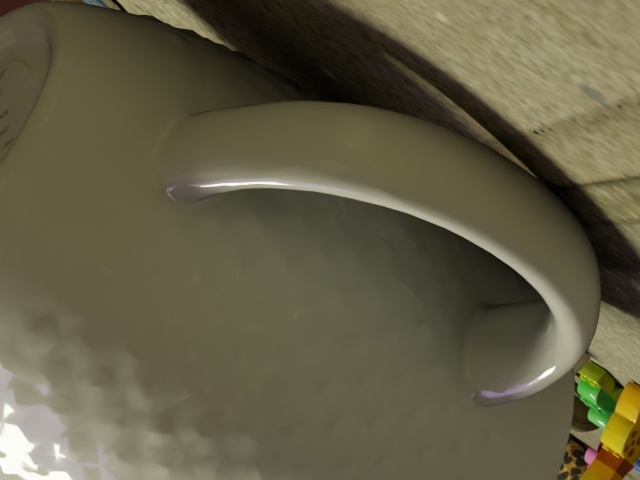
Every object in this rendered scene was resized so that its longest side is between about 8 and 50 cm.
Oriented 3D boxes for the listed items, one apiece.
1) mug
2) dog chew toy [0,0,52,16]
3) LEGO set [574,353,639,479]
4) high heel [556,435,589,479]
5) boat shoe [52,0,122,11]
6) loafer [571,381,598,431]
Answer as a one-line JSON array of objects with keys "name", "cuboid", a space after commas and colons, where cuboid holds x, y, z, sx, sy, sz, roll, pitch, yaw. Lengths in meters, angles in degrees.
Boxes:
[{"name": "mug", "cuboid": [-0.036, 0.029, 0.717, 0.374, 0.276, 0.328, -15, 138, 43]}, {"name": "dog chew toy", "cuboid": [-0.298, -0.188, 0.760, 0.206, 0.206, 0.332, 31, 166, 51]}, {"name": "LEGO set", "cuboid": [0.208, 0.155, 1.036, 0.087, 0.093, 0.227, 33, 174, 41]}, {"name": "high heel", "cuboid": [0.245, 0.254, 1.821, 0.186, 0.093, 0.261, 32, -172, -29]}, {"name": "boat shoe", "cuboid": [-0.177, -0.147, 1.035, 0.066, 0.066, 0.183, 35, 176, 20]}, {"name": "loafer", "cuboid": [0.183, 0.114, 1.132, 0.148, 0.050, 0.056, 20, -169, -39]}]
